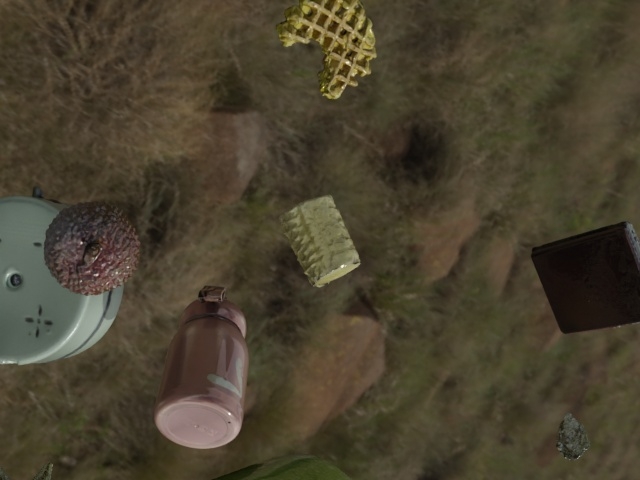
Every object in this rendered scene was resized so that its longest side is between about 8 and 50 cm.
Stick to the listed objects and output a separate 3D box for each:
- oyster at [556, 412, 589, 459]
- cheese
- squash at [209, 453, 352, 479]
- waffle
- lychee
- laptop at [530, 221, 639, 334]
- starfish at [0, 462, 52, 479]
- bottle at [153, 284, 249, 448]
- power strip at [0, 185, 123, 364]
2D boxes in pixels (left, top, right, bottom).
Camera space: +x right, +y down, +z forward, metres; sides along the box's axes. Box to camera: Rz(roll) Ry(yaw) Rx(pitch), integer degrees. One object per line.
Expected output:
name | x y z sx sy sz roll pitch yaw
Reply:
oyster | 0.582 0.455 2.163 0.037 0.100 0.098 40 81 -27
cheese | 0.000 0.000 1.920 0.123 0.167 0.094 -25 167 -1
squash | -0.114 0.418 1.116 0.384 0.263 0.263 4 111 -62
waffle | 0.013 -0.318 1.492 0.149 0.051 0.194 -36 136 -8
lychee | -0.384 0.014 1.569 0.165 0.197 0.165 -2 100 -10
laptop | 0.421 0.062 1.431 0.026 0.207 0.154 -22 89 -31
starfish | -0.504 0.430 1.589 0.176 0.208 0.053 -43 156 -58
bottle | -0.227 0.242 1.875 0.297 0.173 0.206 -84 177 -47
power strip | -0.579 0.070 1.895 0.358 0.357 0.161 -64 167 4
